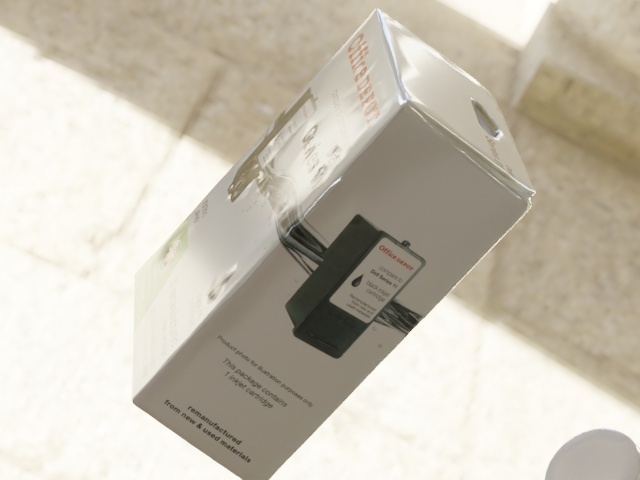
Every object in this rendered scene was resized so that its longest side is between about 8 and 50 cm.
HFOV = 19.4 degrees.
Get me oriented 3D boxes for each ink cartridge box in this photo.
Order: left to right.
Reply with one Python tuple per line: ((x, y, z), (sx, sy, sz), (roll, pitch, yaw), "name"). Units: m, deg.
((0.000, 0.000, 0.957), (0.087, 0.208, 0.153), (38, 16, -19), "ink cartridge box")

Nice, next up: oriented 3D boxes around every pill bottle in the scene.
((0.208, 0.189, 1.202), (0.160, 0.087, 0.087), (49, 8, -40), "pill bottle")
